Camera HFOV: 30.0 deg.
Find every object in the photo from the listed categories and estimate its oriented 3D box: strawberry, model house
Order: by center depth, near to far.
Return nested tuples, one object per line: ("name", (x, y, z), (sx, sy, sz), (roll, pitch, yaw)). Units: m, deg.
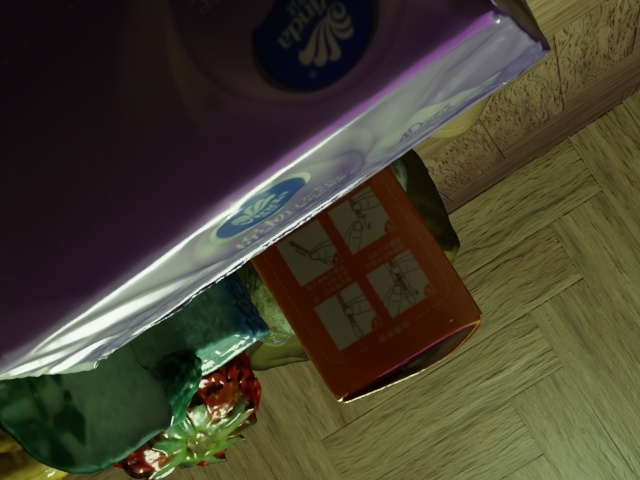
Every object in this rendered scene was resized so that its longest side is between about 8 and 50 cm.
("model house", (-0.208, 0.098, 1.459), (0.295, 0.252, 0.329), (-40, 175, 41))
("strawberry", (-0.234, 0.184, 1.675), (0.238, 0.288, 0.250), (-45, 149, 14))

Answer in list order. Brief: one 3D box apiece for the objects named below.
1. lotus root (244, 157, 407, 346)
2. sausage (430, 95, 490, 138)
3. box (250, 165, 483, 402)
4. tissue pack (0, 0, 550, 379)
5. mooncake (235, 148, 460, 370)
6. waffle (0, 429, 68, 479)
("lotus root", (0.001, 0.001, 1.532), (0.175, 0.175, 0.350), (-18, 137, -59))
("sausage", (0.144, -0.201, 1.326), (0.123, 0.123, 0.253), (-31, 172, -6))
("box", (0.002, -0.029, 1.066), (0.143, 0.341, 0.225), (-33, 172, 3))
("tissue pack", (-0.088, -0.108, 0.635), (0.338, 0.242, 0.160), (-35, 169, 16))
("mooncake", (0.002, 0.037, 1.830), (0.393, 0.246, 0.394), (-24, 167, -9))
("waffle", (-0.470, 0.253, 1.418), (0.098, 0.224, 0.327), (-47, 165, 30))
